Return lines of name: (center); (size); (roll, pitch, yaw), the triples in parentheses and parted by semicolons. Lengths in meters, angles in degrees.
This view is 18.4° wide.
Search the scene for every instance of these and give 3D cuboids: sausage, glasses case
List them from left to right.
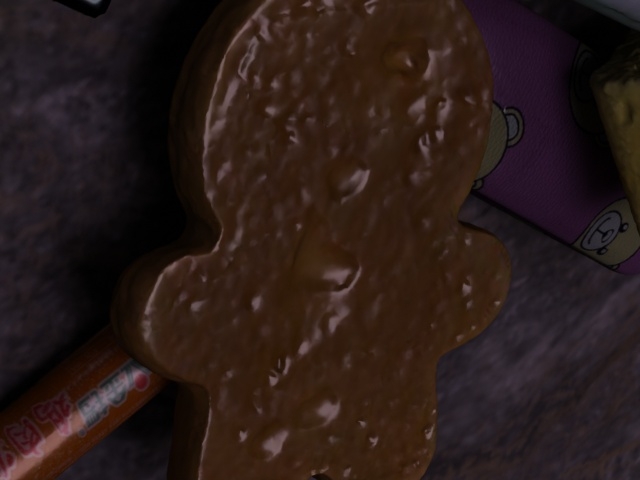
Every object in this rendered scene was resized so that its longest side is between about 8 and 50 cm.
sausage: (-0.139, 0.093, 1.174); (0.348, 0.053, 0.053); (-40, 128, -20)
glasses case: (0.155, -0.072, 1.330); (0.316, 0.076, 0.123); (25, 89, -42)

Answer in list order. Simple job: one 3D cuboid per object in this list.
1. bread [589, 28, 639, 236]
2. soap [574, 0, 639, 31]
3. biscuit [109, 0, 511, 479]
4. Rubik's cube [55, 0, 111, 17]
bread: (0.275, -0.117, 1.321); (0.266, 0.142, 0.178); (-41, 153, -52)
soap: (0.153, -0.271, 1.148); (0.446, 0.156, 0.261); (12, 97, -51)
biscuit: (-0.001, -0.001, 1.178); (0.275, 0.052, 0.355); (-9, 109, -33)
Rubik's cube: (-0.169, -0.219, 0.959); (0.155, 0.151, 0.154); (23, 93, -42)
